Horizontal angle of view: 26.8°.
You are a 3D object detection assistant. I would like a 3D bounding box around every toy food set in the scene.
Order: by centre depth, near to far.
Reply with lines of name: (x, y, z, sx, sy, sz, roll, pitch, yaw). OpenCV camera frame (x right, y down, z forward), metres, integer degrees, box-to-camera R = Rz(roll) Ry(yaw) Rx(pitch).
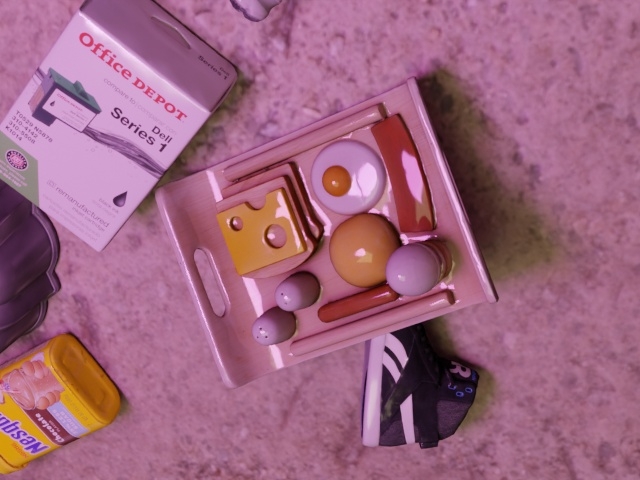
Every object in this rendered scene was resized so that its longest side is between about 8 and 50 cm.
toy food set: (0.000, 0.000, 1.282, 0.306, 0.092, 0.220, -20, 91, 26)

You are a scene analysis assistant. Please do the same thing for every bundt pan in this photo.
bundt pan: (-0.460, 0.021, 1.461, 0.330, 0.124, 0.331, 8, 123, 13)

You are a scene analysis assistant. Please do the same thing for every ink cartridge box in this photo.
ink cartridge box: (-0.209, -0.122, 1.314, 0.160, 0.092, 0.219, 37, 124, -8)

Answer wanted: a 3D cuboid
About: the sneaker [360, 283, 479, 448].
sneaker: (0.107, 0.113, 1.386, 0.121, 0.079, 0.217, 2, 114, -5)

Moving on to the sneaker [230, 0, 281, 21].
sneaker: (-0.103, -0.332, 1.171, 0.115, 0.105, 0.281, -38, 102, -3)

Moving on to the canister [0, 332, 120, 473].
canister: (-0.331, 0.189, 1.556, 0.170, 0.073, 0.126, -27, 111, 27)
